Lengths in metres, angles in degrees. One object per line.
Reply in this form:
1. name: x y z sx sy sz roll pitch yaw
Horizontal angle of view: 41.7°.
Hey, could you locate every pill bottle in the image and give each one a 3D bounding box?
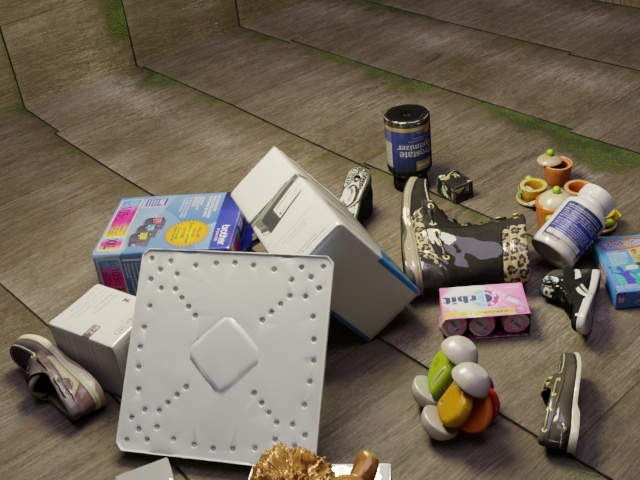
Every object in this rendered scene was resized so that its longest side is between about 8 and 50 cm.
1. pill bottle: 0.237 -0.244 2.254 0.123 0.219 0.122 -6 33 4
2. pill bottle: 0.579 -0.035 1.908 0.186 0.112 0.112 -48 44 -9

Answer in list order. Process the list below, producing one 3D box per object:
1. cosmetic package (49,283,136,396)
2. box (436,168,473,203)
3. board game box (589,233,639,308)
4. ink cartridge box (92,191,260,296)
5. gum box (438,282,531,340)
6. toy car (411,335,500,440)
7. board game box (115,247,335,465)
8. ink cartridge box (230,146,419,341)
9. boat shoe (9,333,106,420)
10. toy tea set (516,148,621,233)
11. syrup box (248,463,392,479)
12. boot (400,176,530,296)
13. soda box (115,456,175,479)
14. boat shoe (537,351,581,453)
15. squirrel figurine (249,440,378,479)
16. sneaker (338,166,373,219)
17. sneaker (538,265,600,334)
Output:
1. cosmetic package: -0.437 0.210 1.769 0.184 0.151 0.151 13 40 28
2. box: 0.356 -0.143 2.229 0.062 0.052 0.083 -23 37 -19
3. board game box: 0.701 0.063 1.852 0.160 0.047 0.210 -5 34 5
4. ink cartridge box: -0.318 0.009 2.057 0.396 0.151 0.270 -2 34 6
5. gum box: 0.341 0.150 1.781 0.189 0.062 0.107 -5 33 5
6. toy car: 0.264 0.279 1.554 0.136 0.159 0.182 21 27 -20
7. board game box: -0.175 0.216 1.587 0.390 0.050 0.389 2 78 15
8. ink cartridge box: 0.000 0.000 1.851 0.166 0.285 0.395 -46 36 6
9. boat shoe: -0.563 0.282 1.736 0.285 0.102 0.092 25 40 31
10. toy tea set: 0.599 -0.135 2.101 0.200 0.124 0.336 -11 34 -5
11. syrup box: 0.001 0.435 1.394 0.237 0.093 0.096 -2 34 9
12. boot: 0.332 -0.020 1.970 0.284 0.138 0.377 -3 37 9
13. soda box: -0.255 0.493 1.362 0.098 0.091 0.286 -18 34 -13
14. boat shoe: 0.438 0.286 1.539 0.069 0.081 0.227 7 38 14
15. squirrel figurine: -0.007 0.445 1.128 0.281 0.370 0.397 -29 39 -28
16. sneaker: 0.076 -0.064 2.153 0.087 0.130 0.227 14 66 22
17. sneaker: 0.518 0.127 1.777 0.121 0.079 0.217 5 27 24
